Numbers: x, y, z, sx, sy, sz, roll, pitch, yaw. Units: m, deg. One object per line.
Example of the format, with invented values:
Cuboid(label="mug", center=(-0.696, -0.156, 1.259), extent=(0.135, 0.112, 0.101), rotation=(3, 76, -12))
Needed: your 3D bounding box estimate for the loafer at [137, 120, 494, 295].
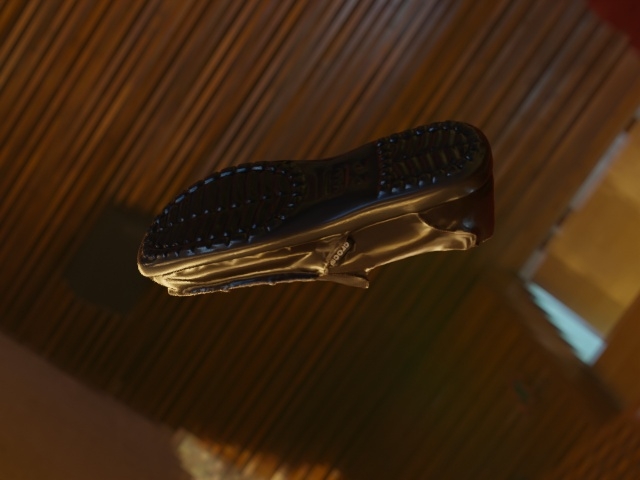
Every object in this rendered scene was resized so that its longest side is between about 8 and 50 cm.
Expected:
Cuboid(label="loafer", center=(0.000, 0.000, 1.111), extent=(0.080, 0.220, 0.078), rotation=(-75, -34, -49))
